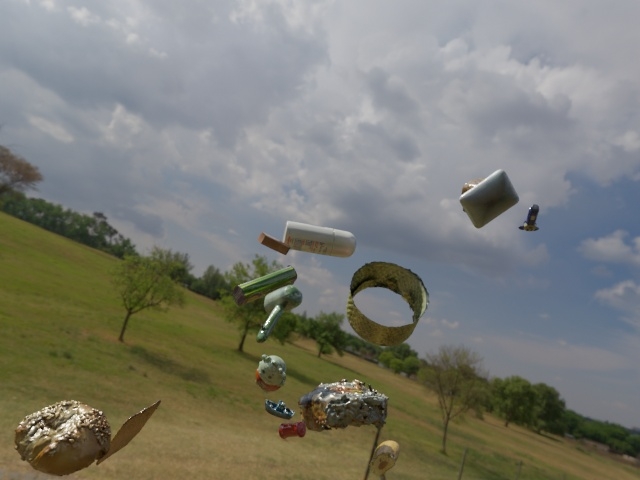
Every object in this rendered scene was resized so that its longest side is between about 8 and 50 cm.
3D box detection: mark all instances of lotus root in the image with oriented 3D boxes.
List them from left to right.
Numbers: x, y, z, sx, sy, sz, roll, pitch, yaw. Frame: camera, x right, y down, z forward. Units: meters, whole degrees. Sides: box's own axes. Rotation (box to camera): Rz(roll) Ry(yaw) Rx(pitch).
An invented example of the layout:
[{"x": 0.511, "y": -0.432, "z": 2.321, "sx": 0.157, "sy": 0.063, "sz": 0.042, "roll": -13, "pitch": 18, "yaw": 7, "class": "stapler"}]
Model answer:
[{"x": 0.642, "y": -0.190, "z": 1.723, "sx": 0.095, "sy": 0.160, "sz": 0.135, "roll": 30, "pitch": 2, "yaw": -16, "class": "lotus root"}]

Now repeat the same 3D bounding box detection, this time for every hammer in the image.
[{"x": -0.220, "y": 0.350, "z": 1.974, "sx": 0.206, "sy": 0.336, "sz": 0.119, "roll": -30, "pitch": -73, "yaw": 36, "class": "hammer"}]

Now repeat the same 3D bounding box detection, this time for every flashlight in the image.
[{"x": 0.629, "y": -0.061, "z": 1.256, "sx": 0.057, "sy": 0.036, "sz": 0.121, "roll": 6, "pitch": -31, "yaw": 19, "class": "flashlight"}]

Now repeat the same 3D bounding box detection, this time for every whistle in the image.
[{"x": -0.172, "y": 0.463, "z": 1.453, "sx": 0.105, "sy": 0.102, "sz": 0.253, "roll": -11, "pitch": -30, "yaw": -19, "class": "whistle"}]

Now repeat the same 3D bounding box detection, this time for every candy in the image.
[{"x": 0.565, "y": -0.137, "z": 1.409, "sx": 0.138, "sy": 0.174, "sz": 0.071, "roll": 53, "pitch": 5, "yaw": -17, "class": "candy"}]

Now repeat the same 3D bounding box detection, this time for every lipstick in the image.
[{"x": -0.199, "y": 0.015, "z": 1.807, "sx": 0.145, "sy": 0.045, "sz": 0.045, "roll": 29, "pitch": 7, "yaw": -40, "class": "lipstick"}]

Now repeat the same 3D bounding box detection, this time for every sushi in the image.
[{"x": 0.114, "y": 0.747, "z": 1.899, "sx": 0.416, "sy": 0.176, "sz": 0.417, "roll": -2, "pitch": -9, "yaw": 0, "class": "sushi"}]

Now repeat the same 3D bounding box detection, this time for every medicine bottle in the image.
[{"x": 0.000, "y": 0.000, "z": 1.952, "sx": 0.340, "sy": 0.131, "sz": 0.130, "roll": 10, "pitch": -12, "yaw": -8, "class": "medicine bottle"}]

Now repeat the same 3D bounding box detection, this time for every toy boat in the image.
[{"x": -0.177, "y": 0.725, "z": 1.820, "sx": 0.137, "sy": 0.061, "sz": 0.060, "roll": 21, "pitch": 9, "yaw": 1, "class": "toy boat"}]

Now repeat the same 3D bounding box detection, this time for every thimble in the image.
[{"x": 0.225, "y": 0.219, "z": 1.456, "sx": 0.270, "sy": 0.271, "sz": 0.150, "roll": 16, "pitch": -41, "yaw": 8, "class": "thimble"}]

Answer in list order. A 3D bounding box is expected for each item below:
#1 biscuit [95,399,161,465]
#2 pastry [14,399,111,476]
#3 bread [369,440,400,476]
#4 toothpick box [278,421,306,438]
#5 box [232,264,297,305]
[{"x": -0.752, "y": 0.752, "z": 1.661, "sx": 0.013, "sy": 0.237, "sz": 0.232, "roll": 38, "pitch": 7, "yaw": 11, "class": "biscuit"}, {"x": -0.843, "y": 0.627, "z": 1.381, "sx": 0.310, "sy": 0.162, "sz": 0.255, "roll": 10, "pitch": 6, "yaw": 27, "class": "pastry"}, {"x": 0.300, "y": 1.008, "z": 1.972, "sx": 0.085, "sy": 0.134, "sz": 0.173, "roll": 48, "pitch": 12, "yaw": 14, "class": "bread"}, {"x": -0.086, "y": 0.592, "z": 1.316, "sx": 0.083, "sy": 0.047, "sz": 0.047, "roll": -23, "pitch": -37, "yaw": 35, "class": "toothpick box"}, {"x": -0.292, "y": 0.236, "z": 2.253, "sx": 0.345, "sy": 0.097, "sz": 0.134, "roll": -19, "pitch": -21, "yaw": -37, "class": "box"}]
